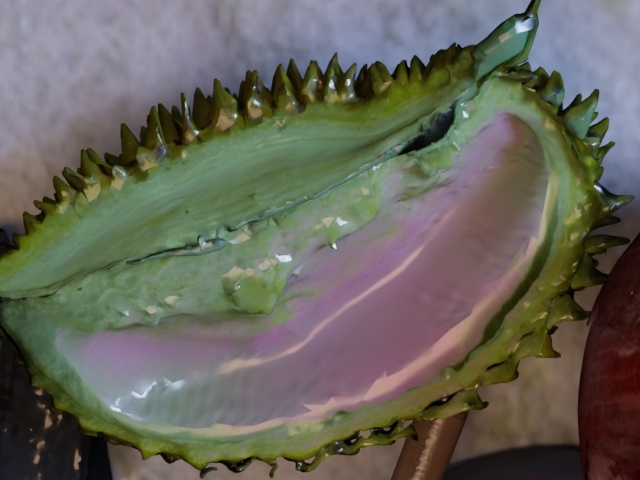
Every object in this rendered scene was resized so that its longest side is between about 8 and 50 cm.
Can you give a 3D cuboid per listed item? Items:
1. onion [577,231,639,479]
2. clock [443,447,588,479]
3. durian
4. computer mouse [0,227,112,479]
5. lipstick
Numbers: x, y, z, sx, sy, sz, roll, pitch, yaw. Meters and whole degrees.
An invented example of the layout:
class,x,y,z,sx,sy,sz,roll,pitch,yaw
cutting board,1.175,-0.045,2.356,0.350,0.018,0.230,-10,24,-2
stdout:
class,x,y,z,sx,sy,sz,roll,pitch,yaw
onion,0.154,0.061,0.642,0.184,0.184,0.147,49,156,-9
clock,0.088,0.249,0.756,0.338,0.102,0.338,5,114,12
durian,0.002,-0.003,0.676,0.220,0.095,0.137,-22,123,19
computer mouse,-0.135,0.091,0.762,0.106,0.062,0.192,6,115,10
lipstick,0.048,0.050,0.709,0.019,0.019,0.094,20,95,4
